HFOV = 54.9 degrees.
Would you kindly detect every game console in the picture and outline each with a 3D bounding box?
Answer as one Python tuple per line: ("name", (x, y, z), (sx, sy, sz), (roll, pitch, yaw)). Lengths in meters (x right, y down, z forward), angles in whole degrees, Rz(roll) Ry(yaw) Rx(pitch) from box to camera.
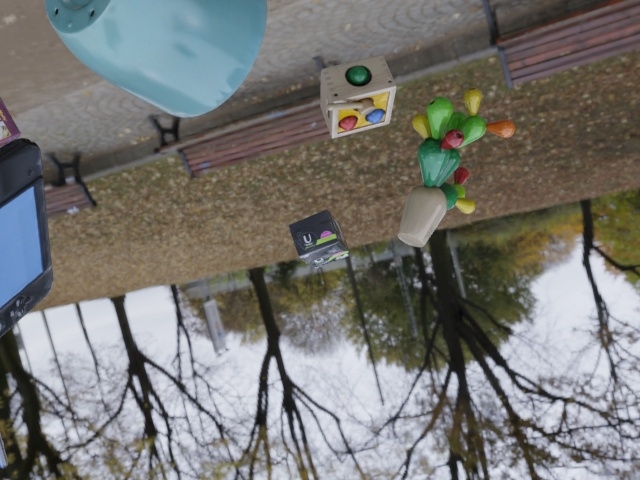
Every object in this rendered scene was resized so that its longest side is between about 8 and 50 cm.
("game console", (-0.365, 0.073, 0.734), (0.173, 0.293, 0.250), (27, -136, 8))

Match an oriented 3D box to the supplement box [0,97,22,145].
("supplement box", (-0.323, -0.099, 0.549), (0.083, 0.055, 0.043), (-35, -161, -34))

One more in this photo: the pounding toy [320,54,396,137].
("pounding toy", (0.058, -0.238, 1.044), (0.130, 0.100, 0.141), (-16, 158, -7))

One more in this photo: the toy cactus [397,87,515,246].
("toy cactus", (0.152, -0.074, 0.749), (0.112, 0.180, 0.219), (21, 164, 14))

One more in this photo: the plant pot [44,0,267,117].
("plant pot", (-0.270, -0.362, 0.950), (0.293, 0.293, 0.235), (-11, 169, 32))

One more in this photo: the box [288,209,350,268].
("box", (0.000, 0.000, 0.873), (0.062, 0.052, 0.083), (-22, 161, 8))
